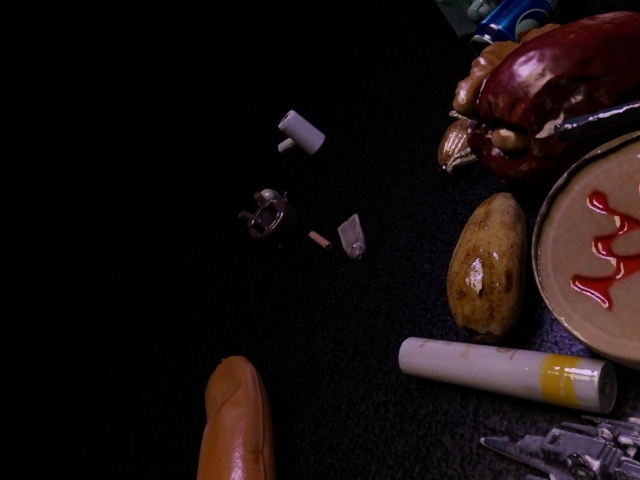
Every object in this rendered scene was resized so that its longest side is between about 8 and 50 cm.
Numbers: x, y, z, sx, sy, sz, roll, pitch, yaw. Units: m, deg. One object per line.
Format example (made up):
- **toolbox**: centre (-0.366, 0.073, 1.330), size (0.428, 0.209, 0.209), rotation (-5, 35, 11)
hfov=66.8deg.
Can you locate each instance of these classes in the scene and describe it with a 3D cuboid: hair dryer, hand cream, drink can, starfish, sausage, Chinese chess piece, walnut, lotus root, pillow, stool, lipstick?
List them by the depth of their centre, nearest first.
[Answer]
- **Chinese chess piece**: centre (0.347, 0.010, 0.495), size (0.250, 0.103, 0.249), rotation (-22, 62, 51)
- **pillow**: centre (0.405, -0.132, 0.558), size (0.189, 0.256, 0.034), rotation (-9, 83, 46)
- **lipstick**: centre (0.215, 0.161, 0.607), size (0.264, 0.059, 0.059), rotation (-4, 51, 49)
- **lotus root**: centre (0.240, 0.028, 0.698), size (0.110, 0.097, 0.258), rotation (-21, 35, 41)
- **walnut**: centre (0.353, -0.226, 0.738), size (0.269, 0.221, 0.244), rotation (-32, 54, -7)
- **sausage**: centre (-0.137, 0.325, 0.800), size (0.134, 0.116, 0.354), rotation (-52, 25, 20)
- **starfish**: centre (0.308, -0.196, 0.873), size (0.176, 0.053, 0.208), rotation (41, 88, 22)
- **lotus root**: centre (0.272, -0.189, 0.939), size (0.072, 0.063, 0.152), rotation (23, 74, 46)
- **hand cream**: centre (0.067, -0.006, 1.020), size (0.057, 0.037, 0.165), rotation (-39, 24, 14)
- **drink can**: centre (0.421, -0.463, 1.021), size (0.205, 0.118, 0.118), rotation (-45, 30, 4)
- **lipstick**: centre (0.000, 0.000, 1.099), size (0.019, 0.019, 0.094), rotation (-48, 30, -3)
- **stool**: centre (-0.131, -0.071, 1.251), size (0.125, 0.121, 0.217), rotation (-33, 38, 24)
- **hair dryer**: centre (-0.086, -0.315, 1.491), size (0.073, 0.131, 0.236), rotation (-58, 18, -12)

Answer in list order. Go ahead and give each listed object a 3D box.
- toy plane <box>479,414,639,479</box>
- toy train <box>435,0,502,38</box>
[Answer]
- **toy plane**: centre (0.251, 0.215, 0.480), size (0.160, 0.082, 0.234), rotation (-32, 22, -31)
- **toy train**: centre (0.431, -0.628, 1.175), size (0.266, 0.145, 0.202), rotation (-48, 27, -3)
